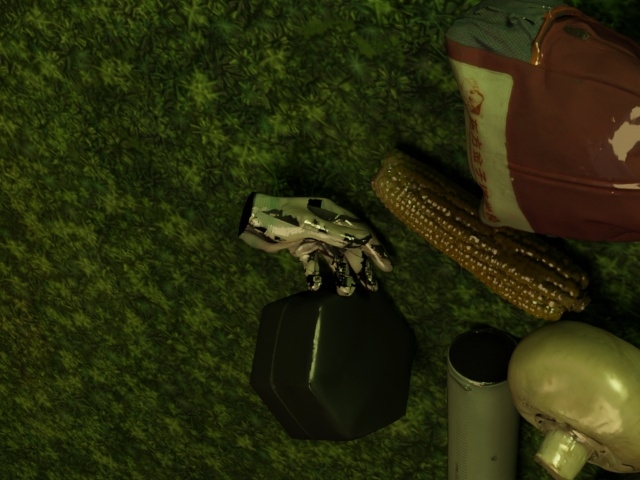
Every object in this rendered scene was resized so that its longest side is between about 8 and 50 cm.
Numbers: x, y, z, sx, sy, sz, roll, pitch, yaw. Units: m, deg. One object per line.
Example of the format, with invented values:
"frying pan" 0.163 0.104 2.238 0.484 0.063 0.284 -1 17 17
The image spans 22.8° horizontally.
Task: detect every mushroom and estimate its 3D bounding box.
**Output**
"mushroom" 0.344 0.218 2.028 0.246 0.202 0.246 28 162 10

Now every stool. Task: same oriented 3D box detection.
"stool" 0.018 0.174 2.260 0.141 0.232 0.232 -8 125 44

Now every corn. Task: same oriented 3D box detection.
"corn" 0.203 -0.003 2.022 0.320 0.097 0.097 36 144 5

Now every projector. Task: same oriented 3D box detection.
"projector" 0.232 0.272 2.280 0.108 0.108 0.337 20 140 22

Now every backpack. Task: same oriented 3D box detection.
"backpack" 0.301 -0.121 1.713 0.317 0.197 0.283 17 138 41

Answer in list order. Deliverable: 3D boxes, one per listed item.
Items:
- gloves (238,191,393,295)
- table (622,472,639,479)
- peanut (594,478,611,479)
"gloves" 0.000 -0.004 2.180 0.212 0.111 0.127 14 131 -12
"table" 0.495 0.530 2.152 0.222 0.335 0.272 0 130 39
"peanut" 0.423 0.426 2.309 0.093 0.083 0.194 -7 125 27
